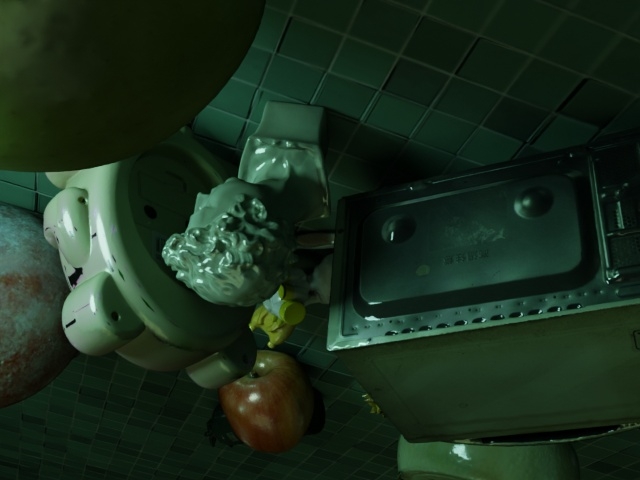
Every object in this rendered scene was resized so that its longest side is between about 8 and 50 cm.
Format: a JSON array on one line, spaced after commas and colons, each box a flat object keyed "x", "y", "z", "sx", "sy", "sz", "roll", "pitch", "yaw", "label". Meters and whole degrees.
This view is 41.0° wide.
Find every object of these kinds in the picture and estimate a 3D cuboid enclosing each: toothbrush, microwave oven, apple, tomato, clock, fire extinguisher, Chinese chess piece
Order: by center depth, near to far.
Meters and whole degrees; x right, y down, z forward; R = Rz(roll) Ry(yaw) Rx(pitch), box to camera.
[{"x": -0.209, "y": -0.222, "z": 0.661, "sx": 0.358, "sy": 0.357, "sz": 0.357, "roll": 8, "pitch": 147, "yaw": 5, "label": "apple"}, {"x": -0.186, "y": 0.006, "z": 0.996, "sx": 0.114, "sy": 0.309, "sz": 0.284, "roll": -28, "pitch": 143, "yaw": 30, "label": "clock"}, {"x": 0.251, "y": 0.066, "z": 1.023, "sx": 0.395, "sy": 0.247, "sz": 0.333, "roll": -11, "pitch": 141, "yaw": 21, "label": "microwave oven"}, {"x": 0.000, "y": 0.000, "z": 1.221, "sx": 0.375, "sy": 0.028, "sz": 0.037, "roll": -2, "pitch": 151, "yaw": 19, "label": "toothbrush"}, {"x": -0.501, "y": 0.098, "z": 1.262, "sx": 0.317, "sy": 0.316, "sz": 0.282, "roll": 6, "pitch": 129, "yaw": 8, "label": "tomato"}, {"x": -0.095, "y": 0.297, "z": 1.571, "sx": 0.199, "sy": 0.199, "sz": 0.199, "roll": 8, "pitch": 147, "yaw": 5, "label": "apple"}, {"x": 0.320, "y": 0.441, "z": 1.656, "sx": 0.350, "sy": 0.146, "sz": 0.349, "roll": 16, "pitch": 155, "yaw": 8, "label": "Chinese chess piece"}, {"x": -0.132, "y": 0.375, "z": 1.771, "sx": 0.311, "sy": 0.095, "sz": 0.114, "roll": -15, "pitch": 114, "yaw": 35, "label": "fire extinguisher"}]

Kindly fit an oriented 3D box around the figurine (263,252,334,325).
[{"x": 0.000, "y": 0.064, "z": 1.253, "sx": 0.178, "sy": 0.109, "sz": 0.129, "roll": -17, "pitch": 157, "yaw": -8, "label": "figurine"}]

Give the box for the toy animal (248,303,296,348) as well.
[{"x": -0.050, "y": 0.096, "z": 1.364, "sx": 0.070, "sy": 0.083, "sz": 0.159, "roll": 39, "pitch": 134, "yaw": 5, "label": "toy animal"}]

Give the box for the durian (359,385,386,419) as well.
[{"x": 0.152, "y": 0.220, "z": 1.429, "sx": 0.183, "sy": 0.138, "sz": 0.249, "roll": 12, "pitch": 143, "yaw": 14, "label": "durian"}]

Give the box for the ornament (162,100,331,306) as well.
[{"x": -0.057, "y": -0.040, "z": 0.957, "sx": 0.130, "sy": 0.285, "sz": 0.120, "roll": 17, "pitch": 137, "yaw": 19, "label": "ornament"}]
